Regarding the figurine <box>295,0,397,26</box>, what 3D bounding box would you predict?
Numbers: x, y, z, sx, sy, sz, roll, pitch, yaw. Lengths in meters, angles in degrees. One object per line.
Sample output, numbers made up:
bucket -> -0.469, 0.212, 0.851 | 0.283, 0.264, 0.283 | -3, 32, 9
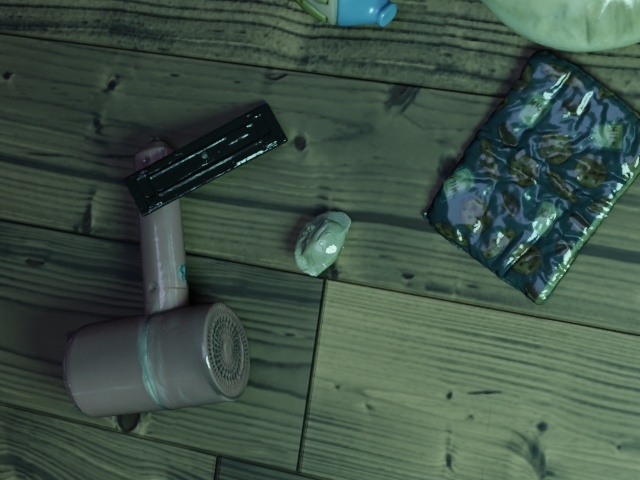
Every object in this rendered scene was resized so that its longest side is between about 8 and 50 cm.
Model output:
figurine -> -0.021, -0.361, 1.697 | 0.262, 0.180, 0.154 | 34, 88, 23

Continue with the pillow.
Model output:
pillow -> 0.256, -0.075, 1.669 | 0.189, 0.034, 0.255 | 39, 105, 18

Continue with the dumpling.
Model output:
dumpling -> -0.001, 0.000, 1.755 | 0.057, 0.052, 0.076 | 26, 110, 8

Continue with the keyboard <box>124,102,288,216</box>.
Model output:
keyboard -> -0.143, -0.100, 1.786 | 0.204, 0.013, 0.061 | -28, 67, -3

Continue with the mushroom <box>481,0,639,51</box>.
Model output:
mushroom -> 0.311, -0.354, 1.532 | 0.356, 0.315, 0.315 | 34, 105, 53

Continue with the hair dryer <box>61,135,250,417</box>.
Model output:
hair dryer -> -0.217, 0.041, 1.821 | 0.210, 0.125, 0.352 | -10, 78, 22
